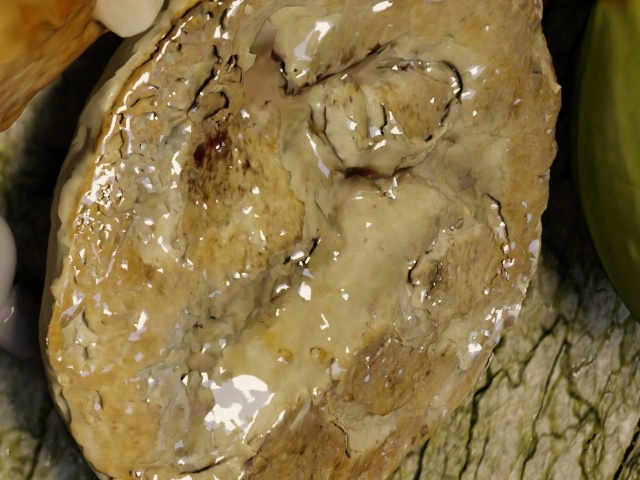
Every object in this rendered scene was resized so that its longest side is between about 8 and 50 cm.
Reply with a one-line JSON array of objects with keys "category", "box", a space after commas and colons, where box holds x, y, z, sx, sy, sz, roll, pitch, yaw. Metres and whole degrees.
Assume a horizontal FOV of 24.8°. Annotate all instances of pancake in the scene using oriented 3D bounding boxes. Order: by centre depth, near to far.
[{"category": "pancake", "box": [0.000, -0.001, 0.818, 0.387, 0.082, 0.387, -18, 116, -41]}]

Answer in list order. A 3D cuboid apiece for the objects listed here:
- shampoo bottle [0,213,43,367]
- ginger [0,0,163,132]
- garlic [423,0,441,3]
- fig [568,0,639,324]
[{"category": "shampoo bottle", "box": [-0.185, 0.010, 0.688, 0.165, 0.040, 0.080, 42, 75, -43]}, {"category": "ginger", "box": [-0.192, -0.044, 0.540, 0.418, 0.176, 0.254, -40, 93, -24]}, {"category": "garlic", "box": [0.107, -0.238, 0.746, 0.178, 0.143, 0.229, 33, 55, -31]}, {"category": "fig", "box": [0.293, -0.064, 0.921, 0.316, 0.316, 0.316, -17, 118, -36]}]
